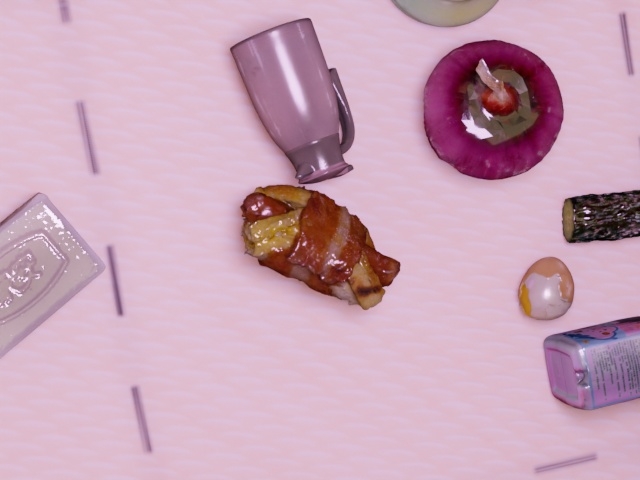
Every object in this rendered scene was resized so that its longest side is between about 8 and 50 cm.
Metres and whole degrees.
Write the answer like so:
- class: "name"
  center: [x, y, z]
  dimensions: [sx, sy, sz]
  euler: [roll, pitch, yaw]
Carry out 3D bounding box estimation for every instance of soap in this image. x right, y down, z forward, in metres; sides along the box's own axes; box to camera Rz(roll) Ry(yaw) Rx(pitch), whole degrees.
- class: "soap"
  center: [-0.361, 0.044, 1.730]
  dimensions: [0.183, 0.064, 0.121]
  euler: [-41, 103, -8]

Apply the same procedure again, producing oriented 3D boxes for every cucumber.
- class: "cucumber"
  center: [0.458, -0.043, 1.924]
  dimensions: [0.294, 0.067, 0.067]
  euler: [-8, 94, -14]

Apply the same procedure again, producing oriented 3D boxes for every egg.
- class: "egg"
  center: [0.292, 0.062, 1.885]
  dimensions: [0.071, 0.071, 0.083]
  euler: [7, 88, -14]

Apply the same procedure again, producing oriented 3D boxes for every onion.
- class: "onion"
  center: [0.214, -0.162, 1.818]
  dimensions: [0.177, 0.153, 0.177]
  euler: [-5, 103, -23]

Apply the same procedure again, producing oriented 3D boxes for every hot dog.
- class: "hot dog"
  center: [0.000, 0.000, 1.778]
  dimensions: [0.213, 0.146, 0.103]
  euler: [22, 114, -18]

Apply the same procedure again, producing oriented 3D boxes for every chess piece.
- class: "chess piece"
  center: [0.184, -0.344, 1.725]
  dimensions: [0.176, 0.298, 0.175]
  euler: [-1, 94, -16]

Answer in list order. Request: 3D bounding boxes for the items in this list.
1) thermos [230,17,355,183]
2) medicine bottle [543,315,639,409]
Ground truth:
- class: "thermos"
  center: [-0.016, -0.166, 1.783]
  dimensions: [0.137, 0.105, 0.193]
  euler: [-24, 93, -50]
- class: "medicine bottle"
  center: [0.397, 0.152, 1.889]
  dimensions: [0.188, 0.119, 0.094]
  euler: [-12, 95, -13]
